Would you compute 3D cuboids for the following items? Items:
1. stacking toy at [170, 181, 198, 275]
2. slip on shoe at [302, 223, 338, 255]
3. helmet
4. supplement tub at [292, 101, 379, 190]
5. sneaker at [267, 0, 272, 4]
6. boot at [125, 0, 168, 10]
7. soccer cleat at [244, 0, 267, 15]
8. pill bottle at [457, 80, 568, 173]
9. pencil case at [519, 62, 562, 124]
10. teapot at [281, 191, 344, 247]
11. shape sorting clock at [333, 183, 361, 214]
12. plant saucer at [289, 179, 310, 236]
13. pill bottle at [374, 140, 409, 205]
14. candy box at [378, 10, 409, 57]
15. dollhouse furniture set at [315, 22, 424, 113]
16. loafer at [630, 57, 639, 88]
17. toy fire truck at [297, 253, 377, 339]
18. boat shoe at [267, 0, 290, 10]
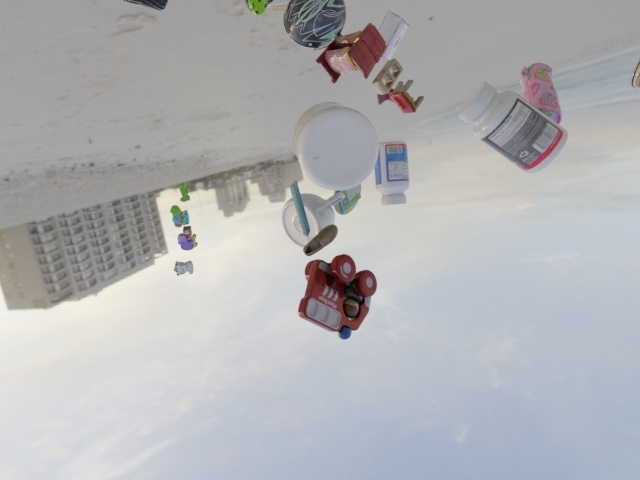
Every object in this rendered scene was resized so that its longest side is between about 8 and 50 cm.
[{"bbox_3d":[-0.390,-0.031,1.160,0.052,0.221,0.167,-5,-150,-9],"label":"stacking toy"},{"bbox_3d":[0.000,0.000,1.295,0.135,0.051,0.041,-36,179,4],"label":"slip on shoe"},{"bbox_3d":[-0.014,-0.606,1.117,0.170,0.169,0.161,-5,-165,12],"label":"helmet"},{"bbox_3d":[0.033,-0.295,1.247,0.229,0.228,0.316,-9,-157,-4],"label":"supplement tub"},{"bbox_3d":[-0.169,-0.718,1.107,0.077,0.178,0.072,-19,-165,16],"label":"sneaker"},{"bbox_3d":[-0.580,-0.878,1.227,0.260,0.131,0.348,-10,153,-31],"label":"boot"},{"bbox_3d":[-0.177,-0.625,0.986,0.060,0.072,0.179,-35,159,0],"label":"soccer cleat"},{"bbox_3d":[0.620,-0.376,1.353,0.319,0.176,0.176,34,-168,-5],"label":"pill bottle"},{"bbox_3d":[0.806,-0.530,1.524,0.124,0.284,0.124,6,150,4],"label":"pencil case"},{"bbox_3d":[-0.027,-0.100,1.751,0.256,0.252,0.187,19,-145,35],"label":"teapot"},{"bbox_3d":[0.129,-0.223,2.001,0.040,0.206,0.206,22,-151,40],"label":"shape sorting clock"},{"bbox_3d":[-0.070,-0.109,1.418,0.018,0.192,0.067,-12,-160,13],"label":"plant saucer"},{"bbox_3d":[0.259,-0.240,1.500,0.124,0.221,0.124,-4,-176,0],"label":"pill bottle"},{"bbox_3d":[0.295,-0.869,1.764,0.070,0.164,0.196,34,-153,7],"label":"candy box"},{"bbox_3d":[0.191,-0.603,1.552,0.201,0.374,0.152,19,-107,54],"label":"dollhouse furniture set"},{"bbox_3d":[0.542,-0.298,0.644,0.045,0.125,0.039,8,-147,-20],"label":"loafer"},{"bbox_3d":[0.060,0.205,1.450,0.169,0.253,0.302,-13,142,44],"label":"toy fire truck"},{"bbox_3d":[-0.074,-0.956,1.584,0.277,0.096,0.098,-11,-159,3],"label":"boat shoe"}]
